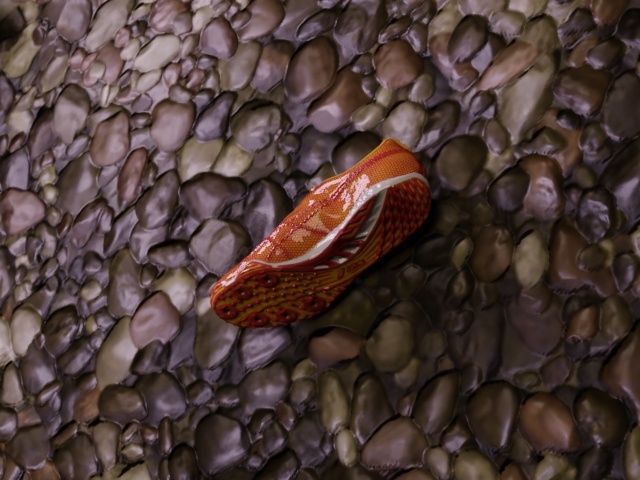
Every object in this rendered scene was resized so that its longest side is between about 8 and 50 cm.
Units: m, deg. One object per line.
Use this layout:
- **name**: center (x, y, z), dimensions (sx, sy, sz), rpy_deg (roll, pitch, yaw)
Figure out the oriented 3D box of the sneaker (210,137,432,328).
- **sneaker**: center (0.000, 0.000, 0.868), dimensions (0.175, 0.064, 0.067), rpy_deg (-34, 36, 13)
